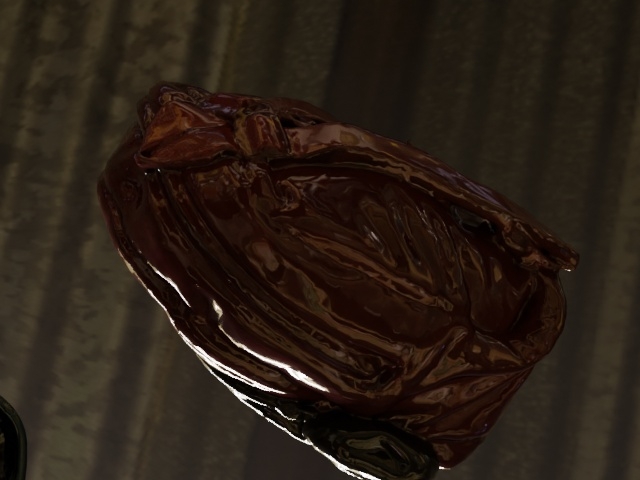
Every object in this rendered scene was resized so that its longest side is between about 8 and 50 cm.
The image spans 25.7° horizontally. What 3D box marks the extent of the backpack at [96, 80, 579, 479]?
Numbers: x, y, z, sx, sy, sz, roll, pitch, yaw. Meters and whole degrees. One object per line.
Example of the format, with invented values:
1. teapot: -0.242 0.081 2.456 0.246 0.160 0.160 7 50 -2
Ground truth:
1. backpack: -0.002 0.002 0.661 0.229 0.229 0.139 28 -71 -21

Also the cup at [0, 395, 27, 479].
1. cup: -0.155 0.113 0.438 0.138 0.113 0.150 41 -91 -30
